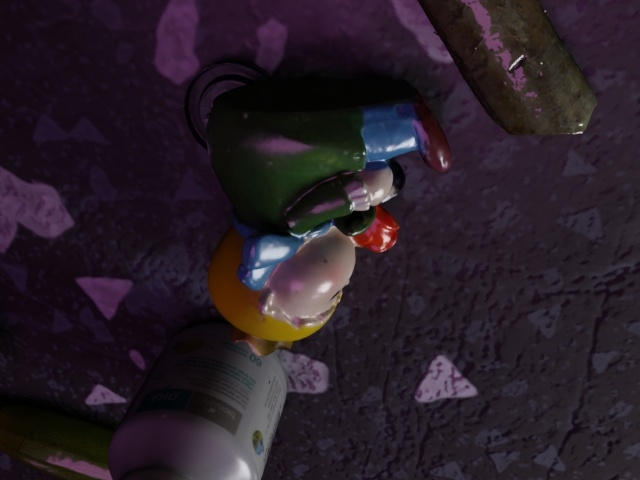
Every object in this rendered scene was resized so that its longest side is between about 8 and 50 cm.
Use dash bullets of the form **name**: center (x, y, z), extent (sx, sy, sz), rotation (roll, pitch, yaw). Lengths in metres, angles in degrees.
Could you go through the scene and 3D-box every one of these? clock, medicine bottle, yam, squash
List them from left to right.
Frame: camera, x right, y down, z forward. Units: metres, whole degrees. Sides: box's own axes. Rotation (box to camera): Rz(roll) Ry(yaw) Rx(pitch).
- **squash**: center (-0.280, 0.235, 0.750), extent (0.252, 0.066, 0.066), rotation (17, 123, 1)
- **medicine bottle**: center (-0.115, 0.185, 0.597), extent (0.135, 0.215, 0.135), rotation (5, 121, 9)
- **clock**: center (-0.067, -0.102, 0.531), extent (0.085, 0.017, 0.085), rotation (5, 121, 9)
- **yam**: center (0.123, -0.130, 0.448), extent (0.070, 0.069, 0.146), rotation (-29, 112, 25)

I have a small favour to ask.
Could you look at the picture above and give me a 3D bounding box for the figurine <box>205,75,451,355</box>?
- **figurine**: center (0.001, -0.007, 0.524), extent (0.185, 0.127, 0.234), rotation (-8, 119, -12)
